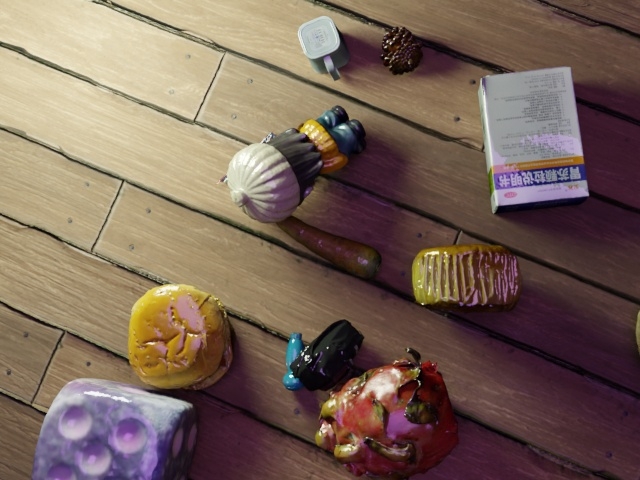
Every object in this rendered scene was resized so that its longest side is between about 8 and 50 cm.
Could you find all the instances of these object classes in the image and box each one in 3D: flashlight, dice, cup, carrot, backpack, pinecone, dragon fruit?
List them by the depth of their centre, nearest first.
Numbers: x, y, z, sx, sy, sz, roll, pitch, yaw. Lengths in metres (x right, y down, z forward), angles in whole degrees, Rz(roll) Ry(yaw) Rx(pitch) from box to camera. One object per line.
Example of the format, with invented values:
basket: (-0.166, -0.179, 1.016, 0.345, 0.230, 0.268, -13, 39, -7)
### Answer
dragon fruit: (0.132, 0.377, 1.762, 0.291, 0.269, 0.250, -10, 72, 1)
dice: (-0.426, 0.449, 1.793, 0.270, 0.270, 0.271, 12, 83, 8)
backpack: (0.025, 0.251, 1.843, 0.106, 0.120, 0.165, 48, 61, 4)
flashlight: (-0.057, 0.271, 1.893, 0.051, 0.051, 0.129, 2, 84, 6)
carrot: (0.000, 0.000, 1.925, 0.298, 0.078, 0.078, 27, 85, 14)
cup: (0.012, -0.435, 1.951, 0.095, 0.129, 0.128, -19, 84, 9)
pinecone: (0.188, -0.441, 1.952, 0.102, 0.102, 0.109, -3, 71, 5)

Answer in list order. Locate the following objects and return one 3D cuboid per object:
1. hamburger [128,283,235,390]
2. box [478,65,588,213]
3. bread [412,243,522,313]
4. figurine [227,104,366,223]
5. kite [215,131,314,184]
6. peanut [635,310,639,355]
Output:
hamburger: (-0.310, 0.217, 1.870, 0.245, 0.163, 0.244, 0, 83, 4)
box: (0.469, -0.221, 1.885, 0.200, 0.106, 0.299, -6, 83, 5)
bread: (0.307, 0.085, 1.785, 0.228, 0.253, 0.142, -4, 85, 8)
figurine: (-0.057, -0.179, 1.865, 0.332, 0.204, 0.185, -44, 66, -6)
kite: (-0.128, -0.163, 1.982, 0.232, 0.009, 0.189, 3, 82, 5)
peanut: (0.768, 0.146, 1.791, 0.149, 0.149, 0.313, 29, 86, 9)
